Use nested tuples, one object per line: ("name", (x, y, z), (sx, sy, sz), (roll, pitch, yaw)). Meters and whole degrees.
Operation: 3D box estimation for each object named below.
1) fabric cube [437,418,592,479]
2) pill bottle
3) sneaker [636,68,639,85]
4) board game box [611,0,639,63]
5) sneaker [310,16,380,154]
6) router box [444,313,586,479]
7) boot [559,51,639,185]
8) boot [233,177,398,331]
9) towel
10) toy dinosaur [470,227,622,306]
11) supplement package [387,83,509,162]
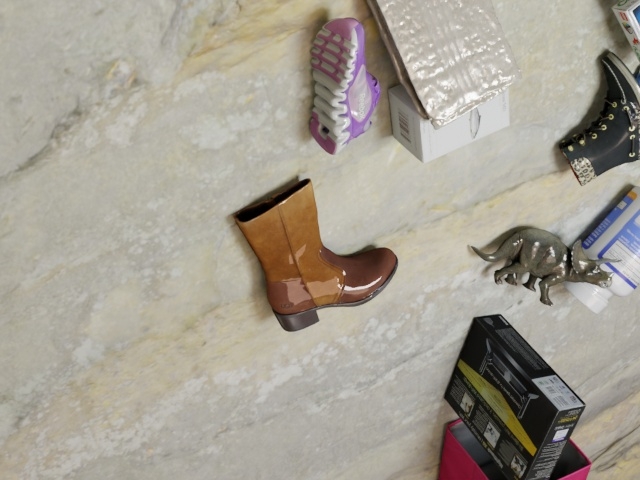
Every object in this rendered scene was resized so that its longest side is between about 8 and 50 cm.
("fabric cube", (0.463, 0.579, 2.310), (0.254, 0.259, 0.258), (-18, 134, -22))
("pill bottle", (0.660, 0.027, 2.072), (0.272, 0.152, 0.152), (-50, 135, 11))
("sneaker", (0.685, -0.293, 1.899), (0.152, 0.058, 0.084), (9, 113, -33))
("board game box", (0.693, -0.434, 1.701), (0.305, 0.053, 0.193), (-38, 117, -2))
("sneaker", (0.048, -0.253, 1.503), (0.105, 0.095, 0.236), (-22, 138, -26))
("router box", (0.412, 0.349, 2.054), (0.081, 0.309, 0.242), (-4, 127, -29))
("boot", (0.547, -0.229, 1.839), (0.179, 0.085, 0.236), (-27, 117, 12))
("boot", (0.000, 0.000, 1.693), (0.264, 0.096, 0.280), (-22, 126, -7))
("towel", (0.194, -0.334, 1.491), (0.187, 0.049, 0.282), (-29, 108, -12))
("toy dinosaur", (0.456, 0.036, 1.991), (0.314, 0.121, 0.160), (23, 105, -12))
("supplement package", (0.221, -0.228, 1.617), (0.179, 0.105, 0.105), (-25, 132, -15))
